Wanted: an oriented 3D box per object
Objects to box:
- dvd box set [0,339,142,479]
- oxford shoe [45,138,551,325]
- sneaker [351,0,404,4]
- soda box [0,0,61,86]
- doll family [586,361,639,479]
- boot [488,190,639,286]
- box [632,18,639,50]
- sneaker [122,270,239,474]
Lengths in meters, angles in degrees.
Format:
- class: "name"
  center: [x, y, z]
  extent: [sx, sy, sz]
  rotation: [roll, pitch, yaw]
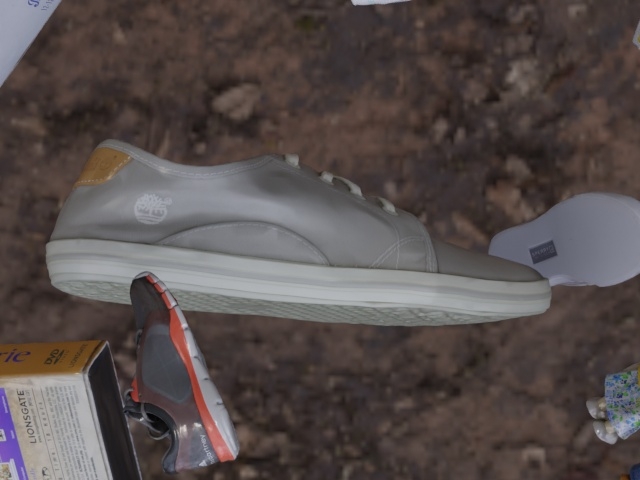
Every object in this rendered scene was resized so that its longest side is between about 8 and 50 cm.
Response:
- class: "dvd box set"
  center: [-0.352, 0.238, 1.349]
  extent: [0.420, 0.062, 0.308]
  rotation: [-4, 114, 14]
- class: "oxford shoe"
  center: [0.000, 0.000, 1.276]
  extent: [0.449, 0.130, 0.169]
  rotation: [9, 167, -27]
- class: "sneaker"
  center: [0.029, -0.253, 1.180]
  extent: [0.094, 0.212, 0.080]
  rotation: [-20, 137, 1]
- class: "soda box"
  center: [-0.211, -0.109, 0.769]
  extent: [0.098, 0.091, 0.286]
  rotation: [6, 133, -48]
- class: "doll family"
  center: [0.339, 0.178, 1.428]
  extent: [0.163, 0.263, 0.118]
  rotation: [-33, 146, 30]
- class: "boot"
  center: [0.281, -0.006, 1.562]
  extent: [0.123, 0.095, 0.258]
  rotation: [-15, -179, -27]
- class: "box"
  center: [0.373, -0.268, 1.457]
  extent: [0.060, 0.100, 0.244]
  rotation: [3, 122, -22]
- class: "sneaker"
  center: [-0.110, 0.088, 1.063]
  extent: [0.065, 0.158, 0.061]
  rotation: [-25, 144, -5]
